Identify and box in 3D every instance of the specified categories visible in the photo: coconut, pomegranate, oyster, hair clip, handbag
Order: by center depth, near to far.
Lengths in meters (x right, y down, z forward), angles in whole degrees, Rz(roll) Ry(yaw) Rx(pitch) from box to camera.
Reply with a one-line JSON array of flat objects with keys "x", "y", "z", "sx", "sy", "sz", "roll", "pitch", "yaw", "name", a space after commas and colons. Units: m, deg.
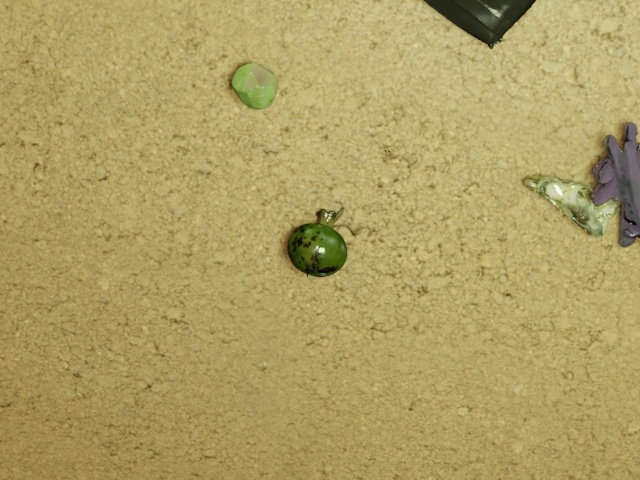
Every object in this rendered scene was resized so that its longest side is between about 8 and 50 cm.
[{"x": 0.271, "y": -0.478, "z": 1.434, "sx": 0.246, "sy": 0.080, "sz": 0.223, "roll": 35, "pitch": 114, "yaw": -9, "name": "handbag"}, {"x": 0.571, "y": -0.082, "z": 1.564, "sx": 0.137, "sy": 0.090, "sz": 0.278, "roll": -30, "pitch": 109, "yaw": -8, "name": "hair clip"}, {"x": -0.118, "y": -0.285, "z": 1.570, "sx": 0.083, "sy": 0.081, "sz": 0.082, "roll": -22, "pitch": 69, "yaw": 11, "name": "coconut"}, {"x": 0.486, "y": -0.080, "z": 1.614, "sx": 0.106, "sy": 0.061, "sz": 0.200, "roll": -46, "pitch": 105, "yaw": 0, "name": "oyster"}, {"x": 0.000, "y": 0.000, "z": 1.675, "sx": 0.122, "sy": 0.122, "sz": 0.162, "roll": 22, "pitch": 77, "yaw": -4, "name": "pomegranate"}]
